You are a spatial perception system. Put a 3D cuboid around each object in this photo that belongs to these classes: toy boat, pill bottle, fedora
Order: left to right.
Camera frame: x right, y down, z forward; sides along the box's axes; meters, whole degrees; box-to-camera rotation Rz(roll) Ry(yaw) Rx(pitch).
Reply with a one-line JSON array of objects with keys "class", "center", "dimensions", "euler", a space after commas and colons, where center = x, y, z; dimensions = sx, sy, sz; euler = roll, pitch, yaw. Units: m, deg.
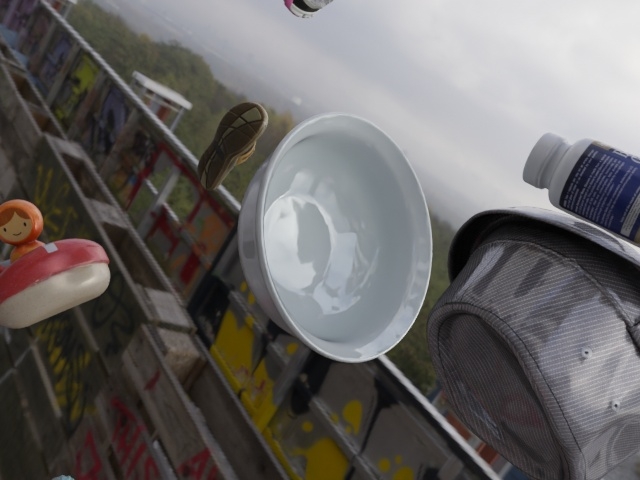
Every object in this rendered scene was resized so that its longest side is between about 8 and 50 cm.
[{"class": "toy boat", "center": [-0.376, 0.020, 0.809], "dimensions": [0.151, 0.151, 0.231], "euler": [-26, 15, -36]}, {"class": "fedora", "center": [0.187, 0.110, 0.517], "dimensions": [0.243, 0.124, 0.276], "euler": [2, -54, 58]}, {"class": "pill bottle", "center": [0.334, -0.066, 0.741], "dimensions": [0.169, 0.094, 0.094], "euler": [33, 10, 30]}]

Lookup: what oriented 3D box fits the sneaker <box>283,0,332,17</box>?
[{"class": "sneaker", "center": [0.018, -0.271, 0.610], "dimensions": [0.170, 0.074, 0.063], "euler": [-41, 106, -46]}]

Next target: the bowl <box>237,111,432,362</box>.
[{"class": "bowl", "center": [0.000, 0.000, 0.785], "dimensions": [0.297, 0.298, 0.134], "euler": [23, -21, -40]}]

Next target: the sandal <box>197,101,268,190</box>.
[{"class": "sandal", "center": [-0.131, -0.144, 0.955], "dimensions": [0.049, 0.180, 0.072], "euler": [-4, 58, -44]}]

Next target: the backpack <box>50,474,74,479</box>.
[{"class": "backpack", "center": [-0.182, 0.250, 0.308], "dimensions": [0.191, 0.225, 0.253], "euler": [37, 15, -7]}]
